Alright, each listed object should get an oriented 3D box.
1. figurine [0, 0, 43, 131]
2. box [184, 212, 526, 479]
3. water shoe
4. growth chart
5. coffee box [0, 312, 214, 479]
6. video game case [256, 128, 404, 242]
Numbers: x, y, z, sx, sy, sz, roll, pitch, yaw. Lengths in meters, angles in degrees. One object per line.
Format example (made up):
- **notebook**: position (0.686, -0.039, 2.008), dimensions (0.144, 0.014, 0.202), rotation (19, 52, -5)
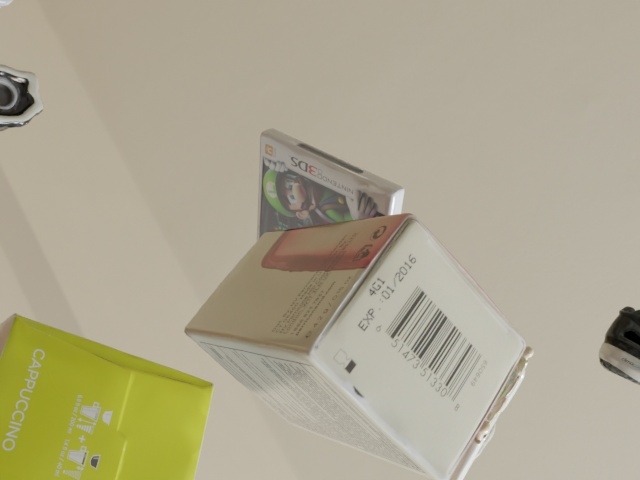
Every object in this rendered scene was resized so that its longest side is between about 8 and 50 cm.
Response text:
- **figurine**: position (-0.413, -0.214, 0.810), dimensions (0.209, 0.092, 0.215), rotation (-8, -91, 46)
- **box**: position (0.017, 0.077, 0.573), dimensions (0.127, 0.148, 0.232), rotation (-52, -158, -21)
- **water shoe**: position (0.390, 0.131, 0.725), dimensions (0.203, 0.073, 0.080), rotation (22, -89, -5)
- **growth chart**: position (0.220, 0.228, 0.909), dimensions (0.021, 0.237, 0.172), rotation (29, -60, 20)
- **coffee box**: position (-0.416, 0.355, 1.089), dimensions (0.334, 0.338, 0.338), rotation (-27, -135, 45)
- **video game case**: position (0.000, 0.000, 0.735), dimensions (0.173, 0.022, 0.191), rotation (29, -51, 32)
